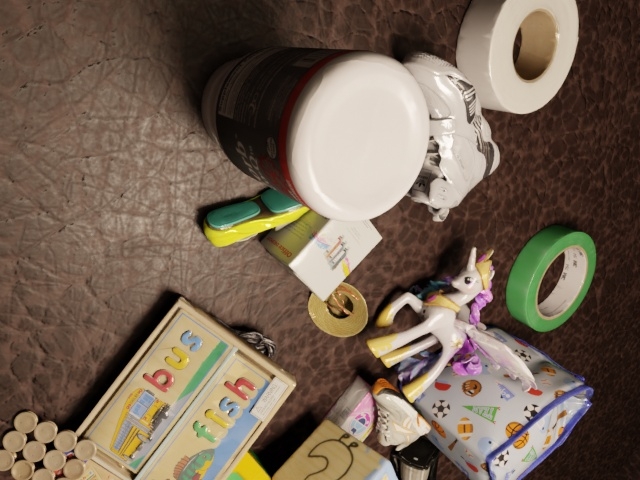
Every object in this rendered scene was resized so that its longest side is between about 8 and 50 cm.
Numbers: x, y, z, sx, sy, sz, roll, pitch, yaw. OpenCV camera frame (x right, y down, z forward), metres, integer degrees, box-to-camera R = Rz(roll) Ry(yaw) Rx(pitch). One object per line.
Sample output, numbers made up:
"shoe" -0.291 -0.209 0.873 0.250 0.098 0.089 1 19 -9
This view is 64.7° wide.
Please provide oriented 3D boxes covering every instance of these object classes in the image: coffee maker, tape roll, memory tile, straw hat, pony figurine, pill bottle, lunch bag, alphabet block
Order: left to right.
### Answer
"memory tile" -0.471 0.366 0.865 0.148 0.012 0.113 29 88 -8
"pill bottle" -0.033 -0.174 0.747 0.210 0.363 0.210 -13 115 -29
"alphabet block" 0.045 0.553 1.105 0.192 0.197 0.194 -38 125 -30
"straw hat" 0.047 0.137 1.116 0.061 0.144 0.145 -57 146 -58
"coffee maker" 0.292 0.667 1.464 0.171 0.120 0.179 -13 116 -29
"pony figurine" 0.322 0.225 1.233 0.363 0.303 0.351 -35 116 1
"lunch bag" 0.468 0.425 1.347 0.385 0.327 0.239 -32 128 -20
"tape roll" 0.436 -0.428 1.114 0.286 0.100 0.287 -13 115 -28
"tape roll" 0.698 0.115 1.526 0.321 0.077 0.322 -14 117 -28

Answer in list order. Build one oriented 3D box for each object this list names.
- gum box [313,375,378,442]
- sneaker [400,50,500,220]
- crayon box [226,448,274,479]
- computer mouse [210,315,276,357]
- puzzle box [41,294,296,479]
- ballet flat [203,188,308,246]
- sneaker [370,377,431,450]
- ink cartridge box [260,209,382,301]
"gum box" 0.080 0.449 1.269 0.188 0.062 0.107 -49 127 -6
"sneaker" 0.237 -0.199 1.055 0.210 0.137 0.366 -52 131 -7
"crayon box" -0.262 0.617 1.090 0.362 0.106 0.313 -38 124 -16
"computer mouse" -0.218 0.292 1.009 0.188 0.072 0.273 25 85 -29
"puzzle box" -0.271 0.340 0.921 0.272 0.052 0.409 37 88 -7
"ballet flat" -0.107 -0.046 0.946 0.230 0.077 0.077 -21 141 -22
"sneaker" 0.176 0.439 1.230 0.121 0.099 0.262 -43 128 -7
"ink cartridge box" 0.000 0.000 0.990 0.176 0.128 0.127 -46 127 -8
